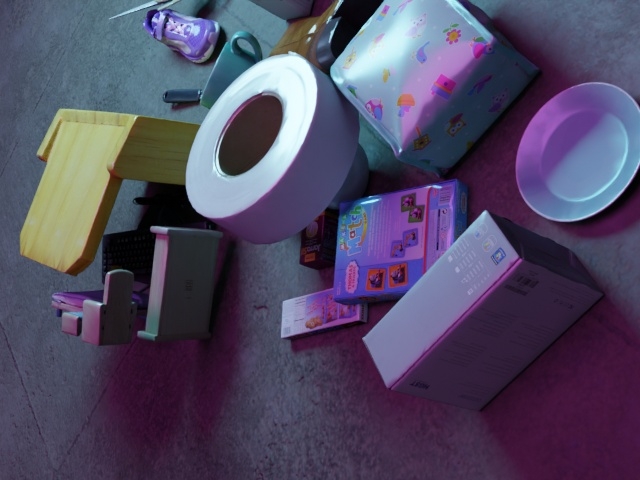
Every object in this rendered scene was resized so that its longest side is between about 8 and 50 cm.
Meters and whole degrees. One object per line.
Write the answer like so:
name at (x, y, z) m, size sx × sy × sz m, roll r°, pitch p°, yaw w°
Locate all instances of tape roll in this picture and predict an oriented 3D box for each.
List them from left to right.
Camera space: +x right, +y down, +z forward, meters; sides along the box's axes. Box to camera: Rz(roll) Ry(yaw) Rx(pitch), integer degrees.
tape roll at (-0.076, -0.141, 1.394) m, size 0.286 × 0.100 × 0.286 m, roll -27°, pitch 47°, yaw 34°

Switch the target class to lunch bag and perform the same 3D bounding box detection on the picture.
lunch bag at (0.149, -0.259, 1.332) m, size 0.223 × 0.160 × 0.262 m, roll -50°, pitch 51°, yaw 20°

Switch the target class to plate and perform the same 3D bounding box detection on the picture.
plate at (0.335, -0.112, 1.169) m, size 0.188 × 0.024 × 0.188 m, roll -21°, pitch 60°, yaw 43°

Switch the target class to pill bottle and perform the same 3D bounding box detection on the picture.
pill bottle at (-0.030, -0.114, 1.504) m, size 0.208 × 0.119 × 0.119 m, roll 6°, pitch 79°, yaw 49°

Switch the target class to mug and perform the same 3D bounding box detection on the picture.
mug at (-0.154, -0.299, 1.705) m, size 0.158 × 0.097 × 0.129 m, roll 134°, pitch 159°, yaw -69°

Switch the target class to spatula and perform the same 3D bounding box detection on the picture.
spatula at (-0.241, -0.304, 1.884) m, size 0.296 × 0.030 × 0.084 m, roll 3°, pitch 80°, yaw 48°

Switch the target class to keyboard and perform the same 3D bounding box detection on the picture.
keyboard at (-0.333, -0.009, 1.827) m, size 0.317 × 0.033 × 0.201 m, roll -6°, pitch 76°, yaw 38°

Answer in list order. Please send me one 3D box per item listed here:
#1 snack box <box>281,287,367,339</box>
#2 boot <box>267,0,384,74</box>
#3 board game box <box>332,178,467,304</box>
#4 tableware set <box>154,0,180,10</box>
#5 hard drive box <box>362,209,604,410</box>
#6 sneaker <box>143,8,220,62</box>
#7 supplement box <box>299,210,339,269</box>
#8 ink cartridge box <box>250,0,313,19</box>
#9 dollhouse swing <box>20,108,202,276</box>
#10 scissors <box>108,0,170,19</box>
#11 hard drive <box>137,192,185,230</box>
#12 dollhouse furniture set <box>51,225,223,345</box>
snack box at (0.004, 0.113, 1.448) m, size 0.178 × 0.022 × 0.064 m, roll -18°, pitch 61°, yaw 43°
boot at (0.025, -0.388, 1.600) m, size 0.280 × 0.096 × 0.264 m, roll 2°, pitch 68°, yaw 63°
board game box at (0.115, 0.006, 1.339) m, size 0.211 × 0.039 × 0.160 m, roll -9°, pitch 68°, yaw 38°
tableware set at (-0.280, -0.571, 1.949) m, size 0.194 × 0.039 × 0.128 m, roll -25°, pitch 43°, yaw 3°
hard drive box at (0.198, 0.094, 1.117) m, size 0.232 × 0.181 × 0.089 m, roll -49°, pitch 44°, yaw 22°
sneaker at (-0.306, -0.451, 1.961) m, size 0.236 × 0.104 × 0.095 m, roll 27°, pitch 94°, yaw 49°
supplement box at (0.000, 0.000, 1.482) m, size 0.055 × 0.043 × 0.083 m, roll -15°, pitch 65°, yaw 44°
ink cartridge box at (-0.073, -0.538, 1.700) m, size 0.086 × 0.148 × 0.203 m, roll 6°, pitch 80°, yaw 50°
dollhouse swing at (-0.379, -0.093, 1.780) m, size 0.347 × 0.315 × 0.305 m, roll 12°, pitch 96°, yaw 50°
scissors at (-0.321, -0.523, 1.965) m, size 0.297 × 0.021 × 0.109 m, roll -25°, pitch 45°, yaw 2°
hard drive at (-0.329, -0.027, 1.876) m, size 0.094 × 0.022 × 0.135 m, roll -59°, pitch 42°, yaw 14°
dollhouse furniture set at (-0.376, 0.061, 1.664) m, size 0.303 × 0.286 × 0.198 m, roll 8°, pitch 93°, yaw 38°
